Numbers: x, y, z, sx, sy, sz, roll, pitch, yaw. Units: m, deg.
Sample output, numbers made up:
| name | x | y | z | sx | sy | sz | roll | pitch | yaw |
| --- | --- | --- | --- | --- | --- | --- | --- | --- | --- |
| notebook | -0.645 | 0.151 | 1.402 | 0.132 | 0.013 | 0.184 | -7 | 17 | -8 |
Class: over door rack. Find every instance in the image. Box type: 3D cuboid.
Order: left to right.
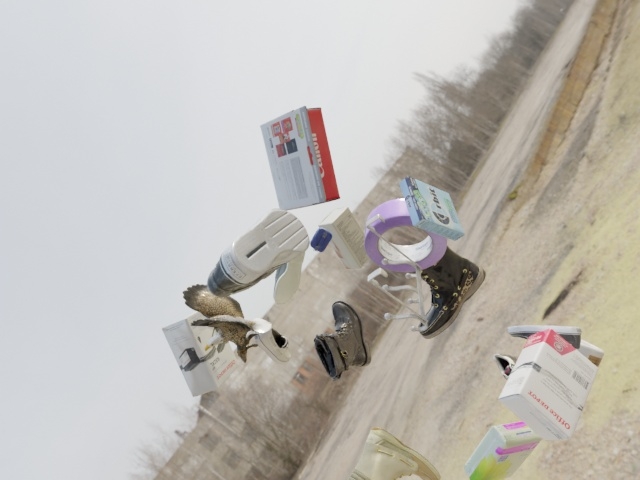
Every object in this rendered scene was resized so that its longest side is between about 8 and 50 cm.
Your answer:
| name | x | y | z | sx | sy | sz | roll | pitch | yaw |
| --- | --- | --- | --- | --- | --- | --- | --- | --- | --- |
| over door rack | 0.220 | 0.111 | 1.427 | 0.108 | 0.324 | 0.240 | -23 | 41 | 25 |

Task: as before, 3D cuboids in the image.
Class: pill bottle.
| name | x | y | z | sx | sy | sz | roll | pitch | yaw |
| --- | --- | --- | --- | --- | --- | --- | --- | --- | --- |
| pill bottle | 0.812 | 0.435 | 1.503 | 0.131 | 0.131 | 0.230 | -8 | -61 | -77 |

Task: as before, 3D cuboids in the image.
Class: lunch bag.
| name | x | y | z | sx | sy | sz | roll | pitch | yaw |
| --- | --- | --- | --- | --- | --- | --- | --- | --- | --- |
| lunch bag | 0.000 | 0.000 | 1.820 | 0.099 | 0.067 | 0.065 | -60 | 3 | 3 |

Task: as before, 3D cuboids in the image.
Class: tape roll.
| name | x | y | z | sx | sy | sz | roll | pitch | yaw |
| --- | --- | --- | --- | --- | --- | --- | --- | --- | --- |
| tape roll | 0.288 | -0.013 | 1.571 | 0.275 | 0.274 | 0.090 | 112 | 172 | -46 |

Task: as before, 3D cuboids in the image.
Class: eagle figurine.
| name | x | y | z | sx | sy | sz | roll | pitch | yaw |
| --- | --- | --- | --- | --- | --- | --- | --- | --- | --- |
| eagle figurine | -0.332 | 0.292 | 1.614 | 0.299 | 0.226 | 0.225 | 67 | -149 | -32 |

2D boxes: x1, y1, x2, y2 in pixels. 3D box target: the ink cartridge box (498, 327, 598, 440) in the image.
| name | x | y | z | sx | sy | sz | roll | pitch | yaw |
| --- | --- | --- | --- | --- | --- | --- | --- | --- | --- |
| ink cartridge box | 0.617 | 0.390 | 1.247 | 0.237 | 0.172 | 0.100 | -46 | -6 | -30 |

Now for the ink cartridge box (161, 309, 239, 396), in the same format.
| name | x | y | z | sx | sy | sz | roll | pitch | yaw |
| --- | --- | --- | --- | --- | --- | --- | --- | --- | --- |
| ink cartridge box | -0.486 | 0.442 | 1.895 | 0.128 | 0.308 | 0.223 | -22 | 4 | 15 |

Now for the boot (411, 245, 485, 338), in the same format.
| name | x | y | z | sx | sy | sz | roll | pitch | yaw |
| --- | --- | --- | --- | --- | --- | --- | --- | --- | --- |
| boot | 0.465 | 0.190 | 1.890 | 0.377 | 0.284 | 0.138 | -50 | 17 | 6 |

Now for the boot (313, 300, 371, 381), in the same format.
| name | x | y | z | sx | sy | sz | roll | pitch | yaw |
| --- | --- | --- | --- | --- | --- | --- | --- | --- | --- |
| boot | 0.056 | 0.311 | 1.482 | 0.091 | 0.263 | 0.228 | -38 | -27 | 26 |

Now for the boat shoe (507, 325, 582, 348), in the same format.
| name | x | y | z | sx | sy | sz | roll | pitch | yaw |
| --- | --- | --- | --- | --- | --- | --- | --- | --- | --- |
| boat shoe | 0.689 | 0.303 | 1.423 | 0.228 | 0.080 | 0.076 | -11 | 73 | 49 |

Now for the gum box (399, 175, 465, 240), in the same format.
| name | x | y | z | sx | sy | sz | roll | pitch | yaw |
| --- | --- | --- | --- | --- | --- | --- | --- | --- | --- |
| gum box | 0.323 | -0.091 | 1.333 | 0.041 | 0.184 | 0.157 | -41 | 47 | 38 |

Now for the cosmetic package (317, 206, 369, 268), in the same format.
| name | x | y | z | sx | sy | sz | roll | pitch | yaw |
| --- | --- | --- | --- | --- | --- | --- | --- | --- | --- |
| cosmetic package | 0.138 | -0.010 | 2.407 | 0.153 | 0.296 | 0.129 | -44 | 22 | -31 |

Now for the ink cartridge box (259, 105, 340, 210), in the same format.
| name | x | y | z | sx | sy | sz | roll | pitch | yaw |
| --- | --- | --- | --- | --- | --- | --- | --- | --- | --- |
| ink cartridge box | -0.050 | -0.271 | 1.540 | 0.129 | 0.310 | 0.271 | -17 | 9 | -37 |

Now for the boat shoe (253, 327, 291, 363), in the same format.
| name | x | y | z | sx | sy | sz | roll | pitch | yaw |
| --- | --- | --- | --- | --- | --- | --- | --- | --- | --- |
| boat shoe | -0.174 | 0.426 | 1.896 | 0.096 | 0.088 | 0.268 | -96 | -19 | -44 |

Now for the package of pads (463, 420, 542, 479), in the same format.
| name | x | y | z | sx | sy | sz | roll | pitch | yaw |
| --- | --- | --- | --- | --- | --- | --- | --- | --- | --- |
| package of pads | 0.761 | 0.884 | 1.923 | 0.228 | 0.101 | 0.297 | 4 | -58 | -27 |

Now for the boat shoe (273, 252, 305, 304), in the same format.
| name | x | y | z | sx | sy | sz | roll | pitch | yaw |
| --- | --- | --- | --- | --- | --- | --- | --- | --- | --- |
| boat shoe | -0.158 | 0.147 | 2.191 | 0.099 | 0.116 | 0.320 | 21 | 95 | 57 |

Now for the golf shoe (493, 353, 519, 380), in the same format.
| name | x | y | z | sx | sy | sz | roll | pitch | yaw |
| --- | --- | --- | --- | --- | --- | --- | --- | --- | --- |
| golf shoe | 0.736 | 0.523 | 1.696 | 0.105 | 0.120 | 0.273 | -59 | 21 | 13 |

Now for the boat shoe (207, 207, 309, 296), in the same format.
| name | x | y | z | sx | sy | sz | roll | pitch | yaw |
| --- | --- | --- | --- | --- | --- | --- | --- | --- | --- |
| boat shoe | -0.133 | 0.020 | 0.980 | 0.119 | 0.121 | 0.335 | -35 | -2 | 25 |

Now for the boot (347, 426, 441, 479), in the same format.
| name | x | y | z | sx | sy | sz | roll | pitch | yaw |
| --- | --- | --- | --- | --- | --- | --- | --- | --- | --- |
| boot | 0.231 | 0.745 | 1.442 | 0.204 | 0.261 | 0.095 | -53 | -5 | -33 |
